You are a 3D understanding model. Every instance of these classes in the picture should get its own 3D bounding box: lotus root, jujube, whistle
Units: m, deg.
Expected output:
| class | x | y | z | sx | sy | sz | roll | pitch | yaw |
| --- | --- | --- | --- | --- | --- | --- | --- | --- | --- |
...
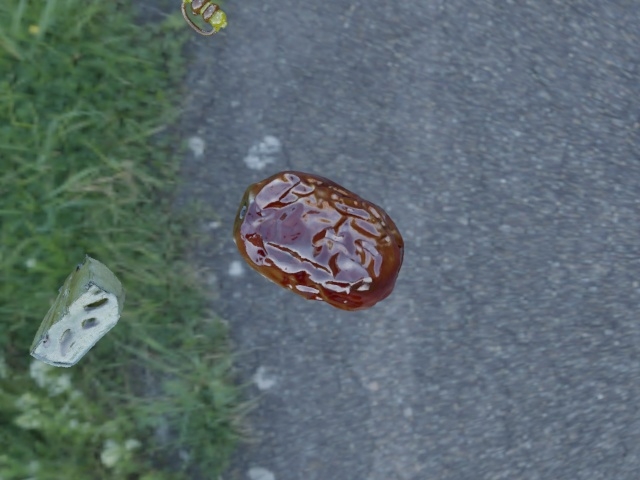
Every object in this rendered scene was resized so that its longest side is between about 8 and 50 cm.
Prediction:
| class | x | y | z | sx | sy | sz | roll | pitch | yaw |
| --- | --- | --- | --- | --- | --- | --- | --- | --- | --- |
| lotus root | -0.315 | 0.089 | 1.536 | 0.143 | 0.070 | 0.144 | -45 | 22 | 21 |
| jujube | 0.000 | 0.000 | 1.638 | 0.250 | 0.174 | 0.174 | 20 | 102 | -10 |
| whistle | -0.184 | -0.339 | 1.650 | 0.057 | 0.046 | 0.109 | -42 | 92 | 17 |
